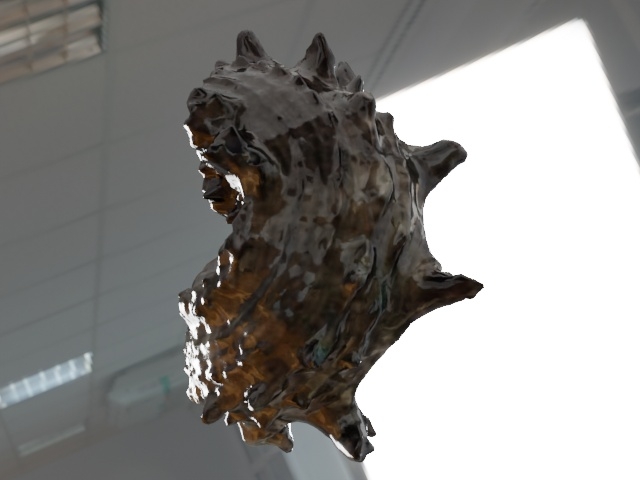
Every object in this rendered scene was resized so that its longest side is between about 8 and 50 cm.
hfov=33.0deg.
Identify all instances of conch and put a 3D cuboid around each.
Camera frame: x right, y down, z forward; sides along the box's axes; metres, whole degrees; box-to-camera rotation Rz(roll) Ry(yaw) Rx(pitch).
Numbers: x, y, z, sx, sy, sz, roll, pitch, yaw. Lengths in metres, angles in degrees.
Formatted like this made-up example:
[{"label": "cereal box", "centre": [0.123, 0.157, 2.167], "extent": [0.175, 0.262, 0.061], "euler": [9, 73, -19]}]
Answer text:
[{"label": "conch", "centre": [-0.012, 0.003, 0.752], "extent": [0.186, 0.313, 0.240], "euler": [0, -19, -22]}]
